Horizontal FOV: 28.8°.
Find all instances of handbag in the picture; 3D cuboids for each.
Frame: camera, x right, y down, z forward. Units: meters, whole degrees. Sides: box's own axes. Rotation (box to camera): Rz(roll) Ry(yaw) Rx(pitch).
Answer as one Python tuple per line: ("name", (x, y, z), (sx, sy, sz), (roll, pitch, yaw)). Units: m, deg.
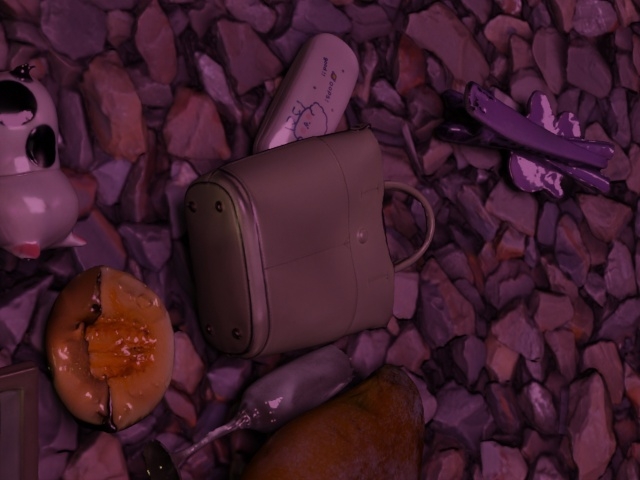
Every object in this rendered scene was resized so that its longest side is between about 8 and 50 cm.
("handbag", (0.000, 0.000, 1.384), (0.315, 0.109, 0.241), (-16, 105, -43))

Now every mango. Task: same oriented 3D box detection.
("mango", (0.015, 0.259, 1.308), (0.316, 0.146, 0.193), (-50, 127, -40))

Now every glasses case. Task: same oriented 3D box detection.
("glasses case", (-0.015, -0.150, 1.429), (0.076, 0.049, 0.197), (37, 64, -25))

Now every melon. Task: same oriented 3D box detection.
("melon", (-0.207, 0.110, 1.238), (0.128, 0.079, 0.160), (3, 77, -52))

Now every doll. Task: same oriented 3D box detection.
("doll", (-0.294, -0.071, 1.194), (0.110, 0.107, 0.181), (-17, 96, -56))

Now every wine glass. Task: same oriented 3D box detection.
("wine glass", (-0.066, 0.182, 1.316), (0.262, 0.074, 0.074), (-27, 96, -36))

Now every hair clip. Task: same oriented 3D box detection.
("hair clip", (0.259, -0.138, 1.596), (0.278, 0.090, 0.137), (22, 68, -34))

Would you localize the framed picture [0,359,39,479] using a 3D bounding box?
("framed picture", (-0.345, 0.263, 1.042), (0.232, 0.024, 0.315), (-13, 120, -35))
